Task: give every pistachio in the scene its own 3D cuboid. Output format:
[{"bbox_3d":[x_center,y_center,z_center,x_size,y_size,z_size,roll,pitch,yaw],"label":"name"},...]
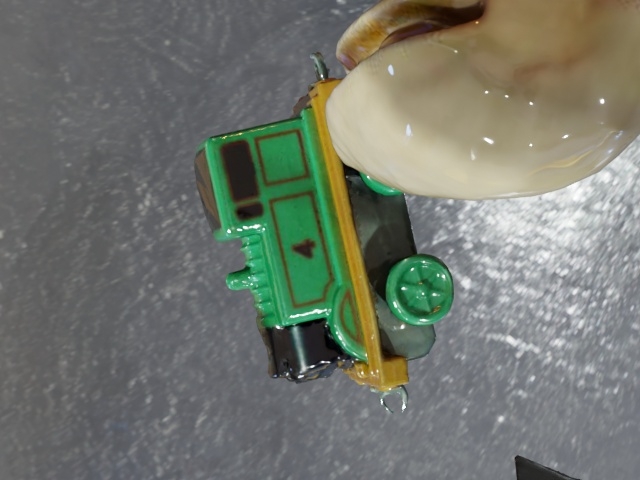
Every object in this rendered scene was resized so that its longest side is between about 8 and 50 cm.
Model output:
[{"bbox_3d":[0.082,-0.079,0.584,0.223,0.152,0.126,-9,71,55],"label":"pistachio"}]

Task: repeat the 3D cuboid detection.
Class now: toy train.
[{"bbox_3d":[0.000,0.000,1.345,0.249,0.178,0.429,-12,89,-13],"label":"toy train"}]

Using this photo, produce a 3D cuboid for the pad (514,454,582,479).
[{"bbox_3d":[0.286,0.284,0.886,0.300,0.202,0.005,21,123,-10],"label":"pad"}]
